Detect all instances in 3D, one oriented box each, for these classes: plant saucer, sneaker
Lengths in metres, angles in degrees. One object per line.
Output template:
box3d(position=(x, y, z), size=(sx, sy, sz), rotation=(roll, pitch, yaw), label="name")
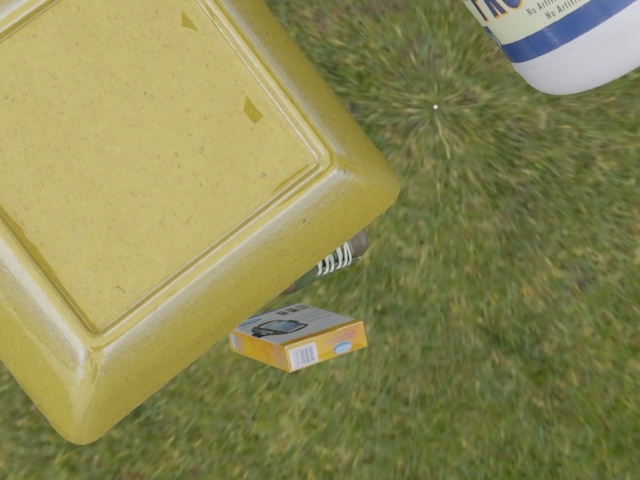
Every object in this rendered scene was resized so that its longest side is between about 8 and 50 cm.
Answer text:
box3d(position=(-0.149, -0.075, 1.149), size=(0.332, 0.081, 0.333), rotation=(-38, 92, -14), label="plant saucer")
box3d(position=(0.000, 0.000, 1.390), size=(0.086, 0.192, 0.064), rotation=(-5, 102, 4), label="sneaker")

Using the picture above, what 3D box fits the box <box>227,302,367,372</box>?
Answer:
box3d(position=(-0.026, 0.086, 1.406), size=(0.081, 0.136, 0.028), rotation=(-17, 102, -26), label="box")

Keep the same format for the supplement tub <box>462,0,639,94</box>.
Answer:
box3d(position=(0.123, -0.273, 0.880), size=(0.235, 0.235, 0.325), rotation=(-39, 99, 6), label="supplement tub")
